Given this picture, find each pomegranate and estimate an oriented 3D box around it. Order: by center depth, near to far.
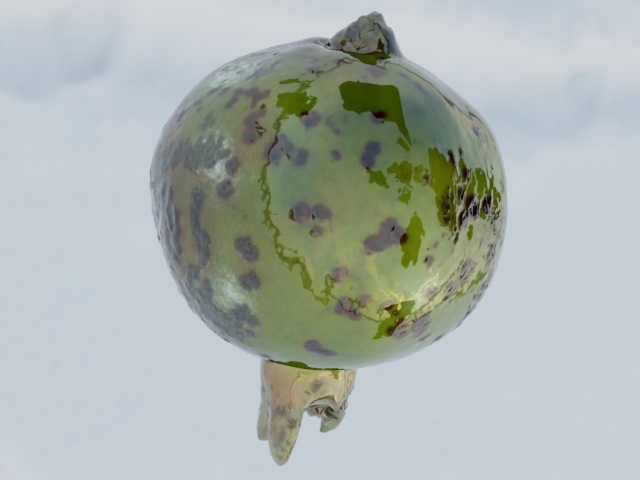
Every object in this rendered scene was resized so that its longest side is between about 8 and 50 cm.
[{"bbox_3d":[0.004,-0.002,1.114,0.246,0.198,0.198,88,17,-48],"label":"pomegranate"}]
